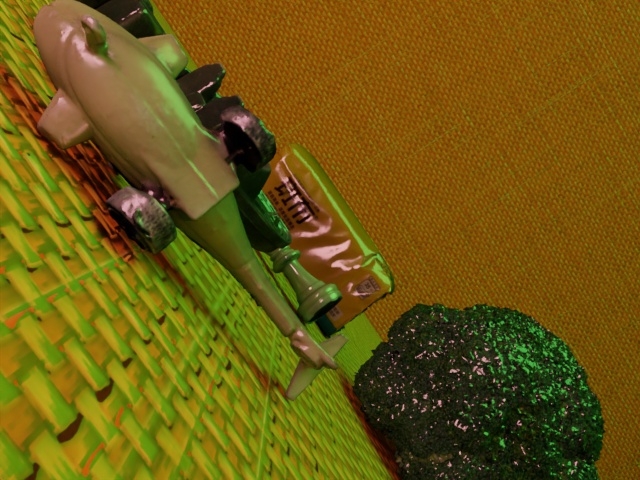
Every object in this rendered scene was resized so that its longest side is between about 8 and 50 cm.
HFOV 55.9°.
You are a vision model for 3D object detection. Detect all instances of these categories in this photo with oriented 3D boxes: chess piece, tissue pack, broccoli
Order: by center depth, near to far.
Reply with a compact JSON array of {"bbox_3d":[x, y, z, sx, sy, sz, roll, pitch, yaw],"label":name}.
[{"bbox_3d":[0.194,0.216,0.741,0.307,0.308,0.275,-122,-145,-44],"label":"broccoli"},{"bbox_3d":[-0.040,0.030,0.743,0.149,0.059,0.059,49,0,14],"label":"chess piece"},{"bbox_3d":[0.000,0.000,0.942,0.270,0.134,0.192,56,2,8],"label":"tissue pack"}]

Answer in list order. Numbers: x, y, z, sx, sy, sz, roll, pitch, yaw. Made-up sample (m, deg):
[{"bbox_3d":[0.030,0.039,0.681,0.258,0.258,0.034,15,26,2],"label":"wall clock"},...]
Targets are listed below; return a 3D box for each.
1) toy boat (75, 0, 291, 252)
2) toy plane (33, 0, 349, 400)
[{"bbox_3d":[-0.094,-0.080,0.518,0.141,0.092,0.319,60,3,37],"label":"toy boat"},{"bbox_3d":[-0.065,-0.010,0.362,0.286,0.092,0.108,53,-22,-21],"label":"toy plane"}]
